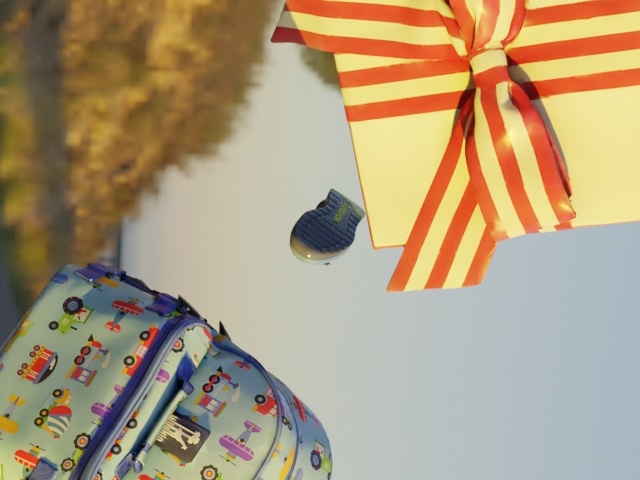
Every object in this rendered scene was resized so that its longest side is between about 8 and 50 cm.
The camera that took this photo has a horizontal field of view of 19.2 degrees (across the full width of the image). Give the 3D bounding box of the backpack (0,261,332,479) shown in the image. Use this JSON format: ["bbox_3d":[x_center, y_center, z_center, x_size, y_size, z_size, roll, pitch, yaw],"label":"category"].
[{"bbox_3d":[-0.089,0.111,1.021,0.158,0.173,0.117,-53,153,-20],"label":"backpack"}]

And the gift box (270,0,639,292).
[{"bbox_3d":[0.132,-0.120,1.274,0.258,0.276,0.255,-32,108,-63],"label":"gift box"}]

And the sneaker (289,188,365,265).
[{"bbox_3d":[0.000,0.000,1.762,0.059,0.053,0.144,-51,176,22],"label":"sneaker"}]
